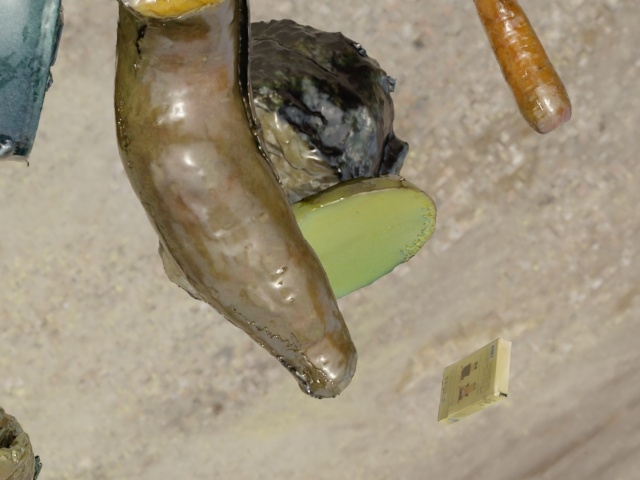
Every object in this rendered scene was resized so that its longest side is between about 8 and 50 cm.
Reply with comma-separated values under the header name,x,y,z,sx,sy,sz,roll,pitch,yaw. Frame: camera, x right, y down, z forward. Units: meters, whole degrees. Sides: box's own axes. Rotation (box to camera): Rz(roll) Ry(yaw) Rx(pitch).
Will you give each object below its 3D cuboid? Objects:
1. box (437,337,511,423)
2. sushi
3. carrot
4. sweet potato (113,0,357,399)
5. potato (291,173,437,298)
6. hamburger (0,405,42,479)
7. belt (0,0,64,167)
name,x,y,z,sx,sy,sz,roll,pitch,yaw
box,0.183,0.171,1.536,0.020,0.073,0.149,17,155,-17
sushi,-0.046,-0.049,1.245,0.350,0.210,0.171,118,-5,-53
carrot,0.162,-0.181,1.116,0.047,0.191,0.047,-27,178,-1
sweet potato,-0.055,-0.035,0.720,0.112,0.286,0.085,-2,-159,47
potato,0.000,0.000,1.062,0.198,0.054,0.119,-36,139,17
hamburger,-0.321,0.188,1.031,0.183,0.130,0.206,3,164,-3
belt,-0.199,-0.178,0.747,0.116,0.268,0.206,8,169,-18
